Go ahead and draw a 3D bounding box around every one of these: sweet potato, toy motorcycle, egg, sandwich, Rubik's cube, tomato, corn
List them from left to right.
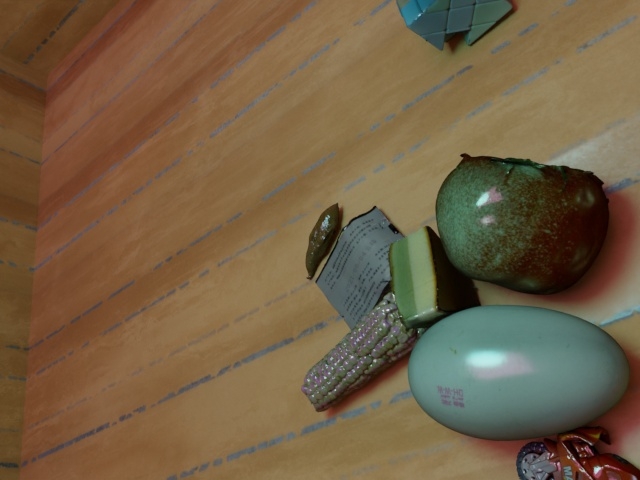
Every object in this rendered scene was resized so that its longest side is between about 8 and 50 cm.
[{"bbox_3d":[0.000,0.000,1.592,0.068,0.060,0.206,-121,50,-73],"label":"sweet potato"},{"bbox_3d":[0.090,0.245,1.377,0.335,0.126,0.127,-45,49,25],"label":"corn"},{"bbox_3d":[0.228,0.110,1.247,0.108,0.186,0.220,-30,34,27],"label":"sandwich"},{"bbox_3d":[0.291,-0.583,1.449,0.265,0.224,0.213,-36,51,34],"label":"Rubik's cube"},{"bbox_3d":[0.324,0.222,1.090,0.371,0.230,0.230,-12,66,34],"label":"egg"},{"bbox_3d":[0.354,-0.029,1.154,0.303,0.303,0.239,16,100,44],"label":"tomato"},{"bbox_3d":[0.447,0.401,1.004,0.298,0.089,0.171,38,99,43],"label":"toy motorcycle"}]

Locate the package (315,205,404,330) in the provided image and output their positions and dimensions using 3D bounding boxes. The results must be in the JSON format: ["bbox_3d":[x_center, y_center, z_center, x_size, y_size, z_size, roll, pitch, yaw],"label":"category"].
[{"bbox_3d":[0.095,0.064,1.479,0.251,0.062,0.204,-54,45,18],"label":"package"}]
